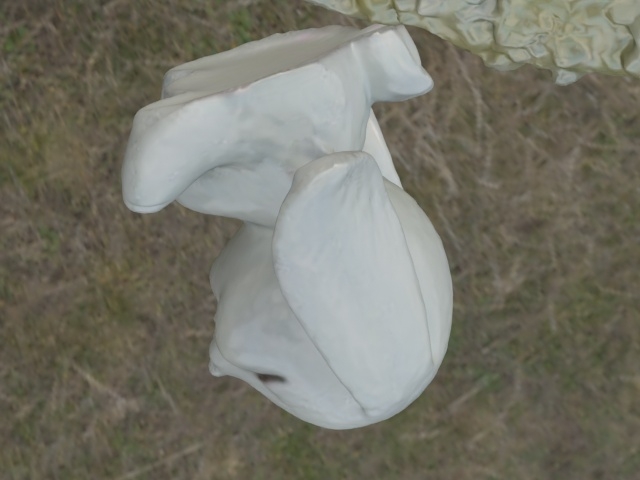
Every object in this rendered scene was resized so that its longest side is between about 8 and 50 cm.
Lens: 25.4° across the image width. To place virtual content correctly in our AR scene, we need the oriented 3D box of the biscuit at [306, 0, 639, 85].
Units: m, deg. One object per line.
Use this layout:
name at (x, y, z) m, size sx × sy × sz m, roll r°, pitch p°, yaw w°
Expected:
biscuit at (0.099, -0.115, 0.284) m, size 0.179 × 0.084 × 0.281 m, roll 38°, pitch 136°, yaw -23°

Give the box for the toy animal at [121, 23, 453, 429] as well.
toy animal at (0.000, 0.000, 0.949) m, size 0.206 × 0.271 × 0.265 m, roll -18°, pitch 103°, yaw 5°
